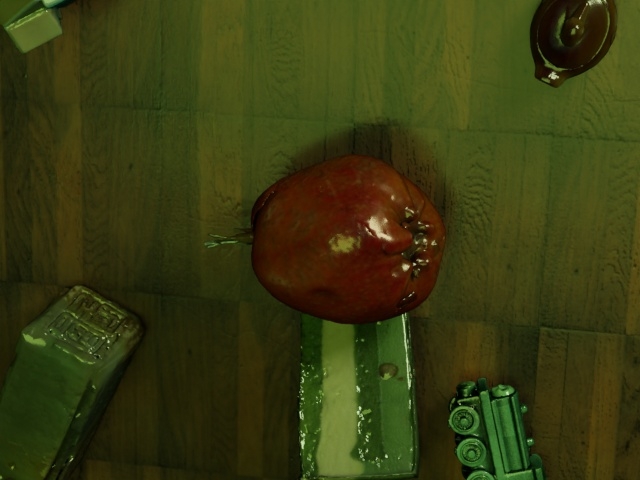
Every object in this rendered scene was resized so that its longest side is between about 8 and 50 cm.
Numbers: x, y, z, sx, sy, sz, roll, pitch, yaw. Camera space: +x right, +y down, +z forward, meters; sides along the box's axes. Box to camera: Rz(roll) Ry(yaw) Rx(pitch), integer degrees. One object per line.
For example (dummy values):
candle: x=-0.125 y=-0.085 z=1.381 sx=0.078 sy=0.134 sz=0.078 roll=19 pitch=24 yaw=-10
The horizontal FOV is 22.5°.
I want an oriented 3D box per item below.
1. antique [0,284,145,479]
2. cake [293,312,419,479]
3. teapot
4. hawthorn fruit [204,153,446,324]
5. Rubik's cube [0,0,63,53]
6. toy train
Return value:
antique: x=-0.355 y=0.215 z=2.142 sx=0.125 sy=0.150 sz=0.284 roll=30 pitch=118 yaw=5
cake: x=0.047 y=0.182 z=2.092 sx=0.158 sy=0.172 sz=0.283 roll=-3 pitch=73 yaw=4
teapot: x=0.297 y=-0.244 z=1.903 sx=0.098 sy=0.078 sz=0.129 roll=29 pitch=109 yaw=1
hawthorn fruit: x=0.000 y=0.000 z=1.973 sx=0.299 sy=0.211 sz=0.211 roll=-2 pitch=106 yaw=20
Rubik's cube: x=-0.343 y=-0.351 z=1.900 sx=0.213 sy=0.265 sz=0.224 roll=-26 pitch=98 yaw=0
toy train: x=0.226 y=0.259 z=2.074 sx=0.111 sy=0.071 sz=0.170 roll=-12 pitch=103 yaw=4
